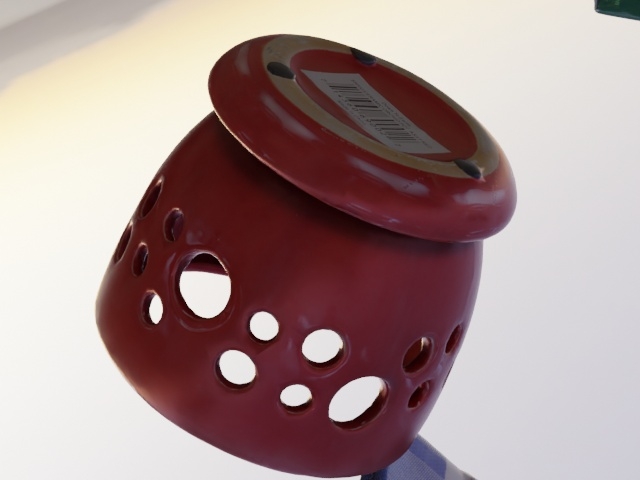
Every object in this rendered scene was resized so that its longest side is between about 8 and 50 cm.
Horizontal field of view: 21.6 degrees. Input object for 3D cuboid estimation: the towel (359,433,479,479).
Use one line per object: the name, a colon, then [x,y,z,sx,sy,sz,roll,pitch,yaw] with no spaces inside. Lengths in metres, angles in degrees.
towel: [0.121,0.252,1.028,0.034,0.285,0.209,-33,-153,34]

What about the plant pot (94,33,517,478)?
plant pot: [0.000,0.000,0.873,0.174,0.191,0.191,-62,172,24]

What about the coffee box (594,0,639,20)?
coffee box: [0.212,-0.095,0.673,0.184,0.040,0.113,14,-167,20]
